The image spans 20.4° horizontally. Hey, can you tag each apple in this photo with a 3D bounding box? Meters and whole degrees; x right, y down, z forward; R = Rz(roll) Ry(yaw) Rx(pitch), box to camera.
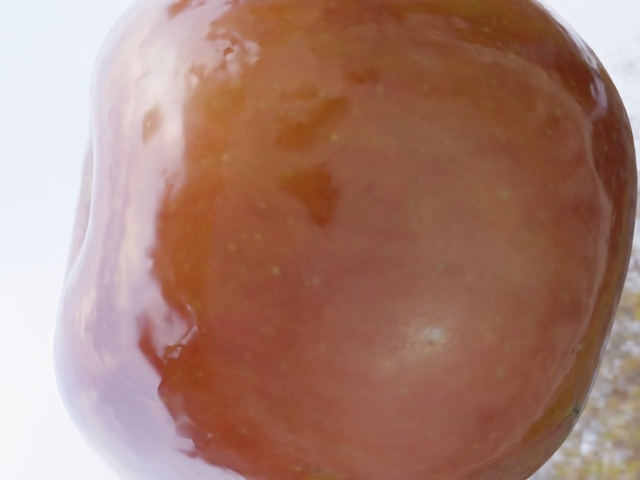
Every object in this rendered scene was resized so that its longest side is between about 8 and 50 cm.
[{"bbox_3d":[0.000,0.000,0.455,0.139,0.163,0.163,4,-90,-21],"label":"apple"}]
